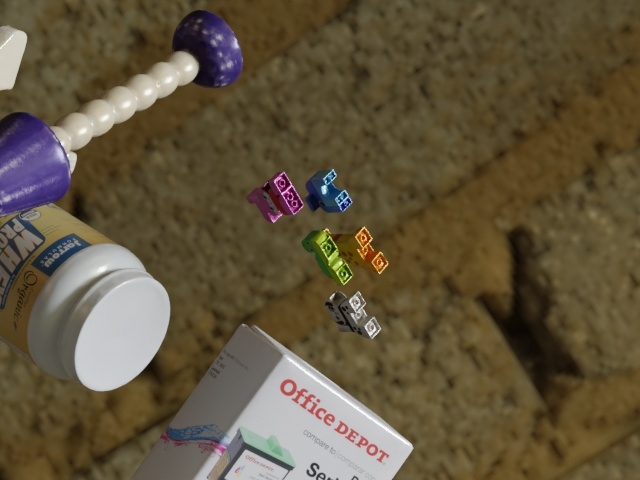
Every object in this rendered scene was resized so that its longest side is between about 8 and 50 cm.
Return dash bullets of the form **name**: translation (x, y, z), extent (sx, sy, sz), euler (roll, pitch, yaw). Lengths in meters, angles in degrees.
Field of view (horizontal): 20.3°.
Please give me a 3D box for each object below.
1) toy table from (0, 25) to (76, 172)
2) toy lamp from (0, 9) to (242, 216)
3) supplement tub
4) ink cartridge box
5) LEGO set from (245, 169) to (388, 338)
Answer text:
- **toy table**: translation (-0.423, -0.135, 2.065), extent (0.274, 0.252, 0.161), euler (-61, 160, 11)
- **toy lamp**: translation (-0.175, -0.100, 1.432), extent (0.274, 0.080, 0.080), euler (-36, 178, -37)
- **supplement tub**: translation (-0.259, 0.049, 1.753), extent (0.144, 0.199, 0.144), euler (-32, 137, -36)
- **ink cartridge box**: translation (-0.069, 0.259, 1.860), extent (0.278, 0.201, 0.117), euler (-54, -152, -4)
- **LEGO set**: translation (0.000, 0.000, 2.062), extent (0.093, 0.227, 0.087), euler (-2, -144, 51)
